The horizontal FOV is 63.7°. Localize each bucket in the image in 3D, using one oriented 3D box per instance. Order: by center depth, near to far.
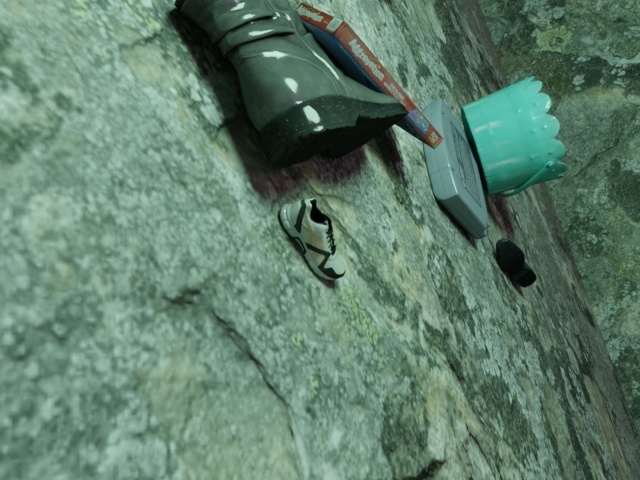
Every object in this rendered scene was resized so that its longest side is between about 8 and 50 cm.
[{"bbox_3d":[0.474,-0.251,1.288,0.281,0.182,0.282,-17,90,-75],"label":"bucket"}]

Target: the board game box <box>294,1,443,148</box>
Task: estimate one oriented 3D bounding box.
[{"bbox_3d":[0.082,-0.256,0.821,0.281,0.027,0.145,34,11,-42],"label":"board game box"}]

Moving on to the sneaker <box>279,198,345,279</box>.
[{"bbox_3d":[0.000,0.000,0.575,0.109,0.043,0.040,54,31,-24],"label":"sneaker"}]

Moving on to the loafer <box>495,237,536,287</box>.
[{"bbox_3d":[0.472,0.048,1.275,0.170,0.062,0.061,49,13,-33],"label":"loafer"}]

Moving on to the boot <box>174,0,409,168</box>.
[{"bbox_3d":[-0.011,-0.223,0.650,0.223,0.118,0.338,60,25,2],"label":"boot"}]

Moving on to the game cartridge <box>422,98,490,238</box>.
[{"bbox_3d":[0.294,-0.167,1.137,0.196,0.060,0.295,42,38,-41],"label":"game cartridge"}]
